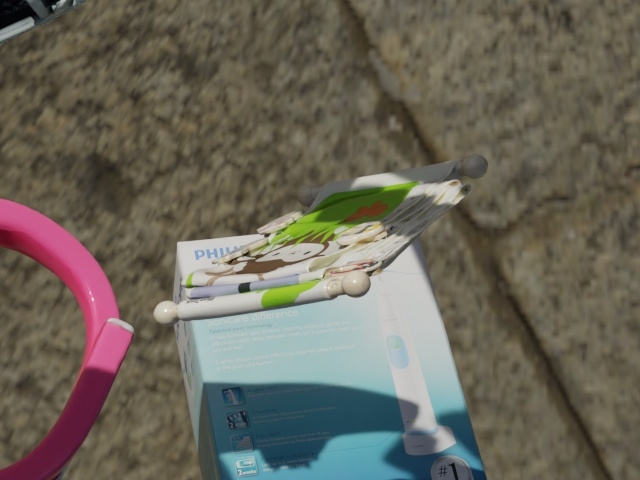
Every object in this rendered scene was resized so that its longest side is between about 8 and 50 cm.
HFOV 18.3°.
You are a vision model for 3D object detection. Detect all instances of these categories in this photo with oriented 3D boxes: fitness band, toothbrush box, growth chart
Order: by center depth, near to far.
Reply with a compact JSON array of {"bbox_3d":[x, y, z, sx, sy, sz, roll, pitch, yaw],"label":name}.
[{"bbox_3d":[0.000,0.000,1.204,0.172,0.237,0.021,-11,106,30],"label":"growth chart"},{"bbox_3d":[-0.267,0.089,1.555,0.209,0.290,0.054,29,139,-7],"label":"fitness band"},{"bbox_3d":[0.002,0.140,1.686,0.216,0.295,0.126,-7,147,-12],"label":"toothbrush box"}]

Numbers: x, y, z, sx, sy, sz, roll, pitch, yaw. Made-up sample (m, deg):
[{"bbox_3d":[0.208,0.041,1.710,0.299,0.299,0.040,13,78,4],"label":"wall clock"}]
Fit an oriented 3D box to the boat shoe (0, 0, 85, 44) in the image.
[{"bbox_3d":[-0.163,-0.162,1.184,0.228,0.081,0.079,-23,126,24],"label":"boat shoe"}]
